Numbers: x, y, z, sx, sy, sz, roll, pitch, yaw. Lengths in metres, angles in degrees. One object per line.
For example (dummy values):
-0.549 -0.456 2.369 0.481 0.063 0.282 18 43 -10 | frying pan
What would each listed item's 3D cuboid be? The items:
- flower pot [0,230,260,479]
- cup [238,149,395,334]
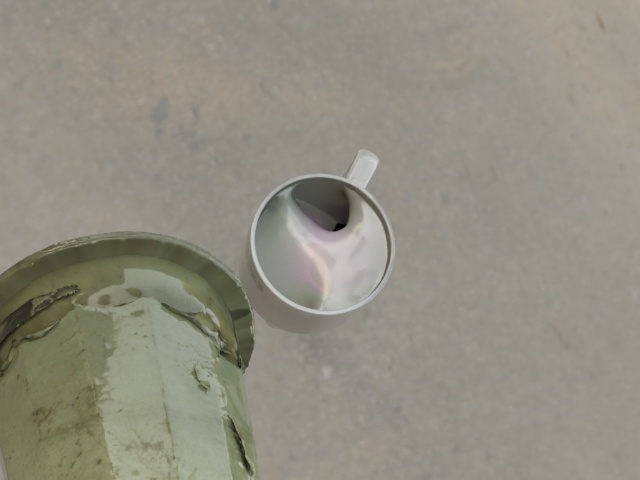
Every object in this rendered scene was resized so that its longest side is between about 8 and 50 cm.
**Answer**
-0.121 0.130 0.833 0.212 0.212 0.202 34 18 -37 | flower pot
-0.012 0.003 1.231 0.134 0.142 0.173 1 73 -12 | cup
